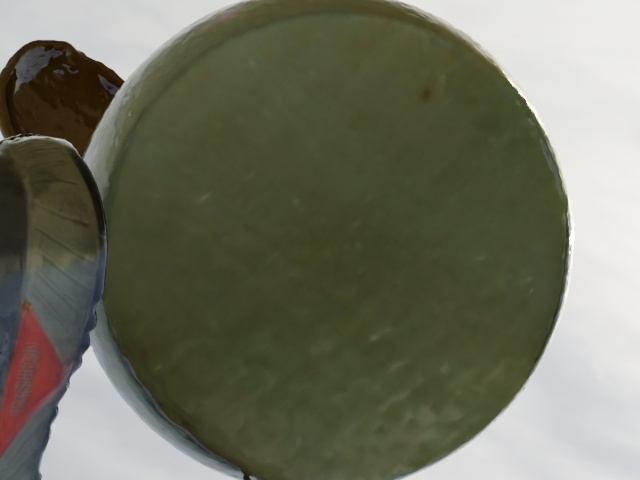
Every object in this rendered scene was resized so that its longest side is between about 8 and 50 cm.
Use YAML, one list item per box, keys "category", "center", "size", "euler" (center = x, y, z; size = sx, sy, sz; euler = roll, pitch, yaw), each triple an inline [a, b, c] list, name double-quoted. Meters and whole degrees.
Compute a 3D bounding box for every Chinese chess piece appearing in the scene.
- category: "Chinese chess piece"
  center: [0.000, 0.000, 1.080]
  size: [0.349, 0.349, 0.146]
  euler: [9, -174, -11]

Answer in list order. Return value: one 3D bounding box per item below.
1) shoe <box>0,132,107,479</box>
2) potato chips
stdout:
- category: "shoe"
  center: [-0.240, 0.091, 0.820]
  size: [0.171, 0.336, 0.132]
  euler: [5, -149, -34]
- category: "potato chips"
  center: [-0.208, -0.085, 1.389]
  size: [0.202, 0.049, 0.150]
  euler: [33, -122, -16]
